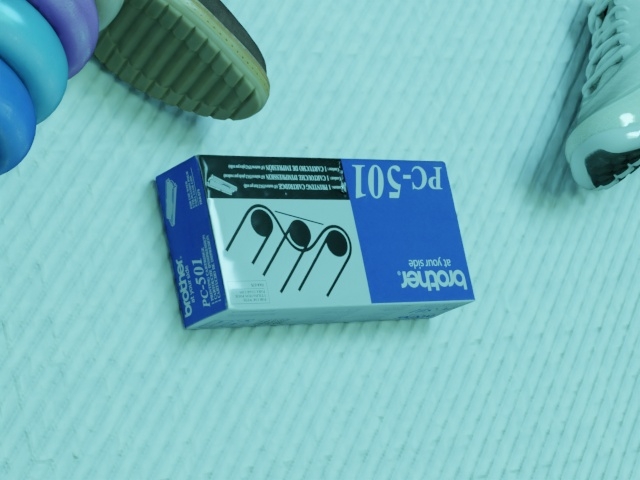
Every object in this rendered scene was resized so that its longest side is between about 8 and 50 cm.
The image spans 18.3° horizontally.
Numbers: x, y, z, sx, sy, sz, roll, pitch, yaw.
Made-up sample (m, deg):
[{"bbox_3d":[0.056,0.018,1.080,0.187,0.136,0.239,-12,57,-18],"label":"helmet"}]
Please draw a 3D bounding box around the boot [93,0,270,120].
[{"bbox_3d":[-0.097,-0.213,1.204,0.248,0.090,0.207,39,52,-17],"label":"boot"}]

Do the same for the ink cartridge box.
[{"bbox_3d":[0.000,0.000,1.228,0.207,0.046,0.097,0,73,-42],"label":"ink cartridge box"}]

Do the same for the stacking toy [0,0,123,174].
[{"bbox_3d":[-0.212,-0.035,1.005,0.141,0.141,0.330,34,57,-26],"label":"stacking toy"}]

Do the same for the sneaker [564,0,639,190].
[{"bbox_3d":[0.235,-0.132,1.468,0.118,0.110,0.292,50,38,-3],"label":"sneaker"}]
